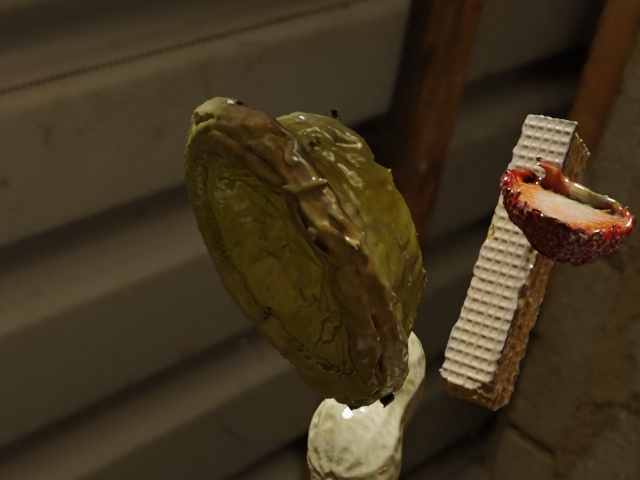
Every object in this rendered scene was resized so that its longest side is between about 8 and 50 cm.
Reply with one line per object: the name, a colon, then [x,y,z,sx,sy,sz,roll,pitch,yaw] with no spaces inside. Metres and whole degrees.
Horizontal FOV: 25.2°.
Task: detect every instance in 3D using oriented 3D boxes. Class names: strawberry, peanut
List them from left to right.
peanut: [0.057,0.206,1.742,0.123,0.123,0.257,66,-142,-55]
strawberry: [0.251,-0.018,1.579,0.208,0.167,0.087,-17,-48,-59]

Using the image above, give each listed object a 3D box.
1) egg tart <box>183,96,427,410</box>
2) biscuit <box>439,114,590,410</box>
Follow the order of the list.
egg tart: [0.000,0.000,1.361,0.132,0.345,0.345,-29,-39,-19]
biscuit: [0.249,0.027,1.842,0.054,0.094,0.379,20,-93,-48]
